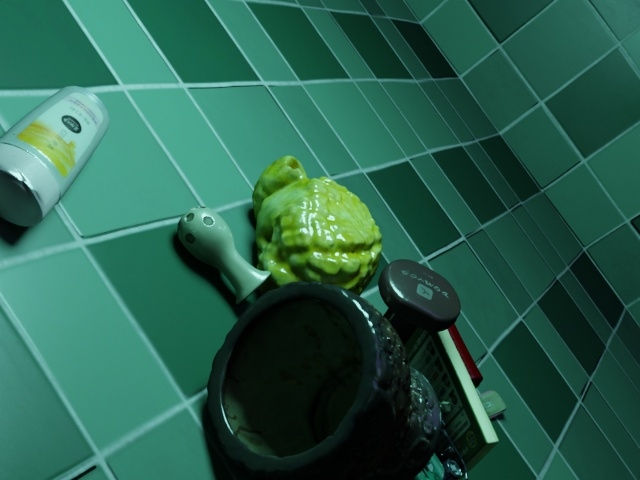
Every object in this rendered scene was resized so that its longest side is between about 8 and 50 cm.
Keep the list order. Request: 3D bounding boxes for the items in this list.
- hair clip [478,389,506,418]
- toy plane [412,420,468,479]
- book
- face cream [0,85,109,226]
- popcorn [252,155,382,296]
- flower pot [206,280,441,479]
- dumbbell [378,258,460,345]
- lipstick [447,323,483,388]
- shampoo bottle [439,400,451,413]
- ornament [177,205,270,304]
[{"bbox_3d":[0.333,0.331,1.872,0.137,0.022,0.054,-1,56,-59],"label":"hair clip"},{"bbox_3d":[0.158,0.395,1.423,0.155,0.106,0.382,-9,65,-55],"label":"toy plane"},{"bbox_3d":[0.194,0.259,1.555,0.027,0.202,0.264,-7,57,-24],"label":"book"},{"bbox_3d":[-0.362,-0.118,1.234,0.107,0.073,0.269,37,30,-12],"label":"face cream"},{"bbox_3d":[0.000,0.000,1.557,0.225,0.174,0.286,23,33,-27],"label":"popcorn"},{"bbox_3d":[0.026,0.219,1.257,0.267,0.266,0.267,37,28,-49],"label":"flower pot"},{"bbox_3d":[0.114,0.148,1.490,0.140,0.225,0.124,27,32,-5],"label":"dumbbell"},{"bbox_3d":[0.236,0.187,1.831,0.080,0.080,0.241,16,43,-51],"label":"lipstick"},{"bbox_3d":[0.156,0.273,1.528,0.049,0.141,0.034,38,58,-35],"label":"shampoo bottle"},{"bbox_3d":[-0.153,0.016,1.414,0.156,0.075,0.081,47,-1,-8],"label":"ornament"}]
